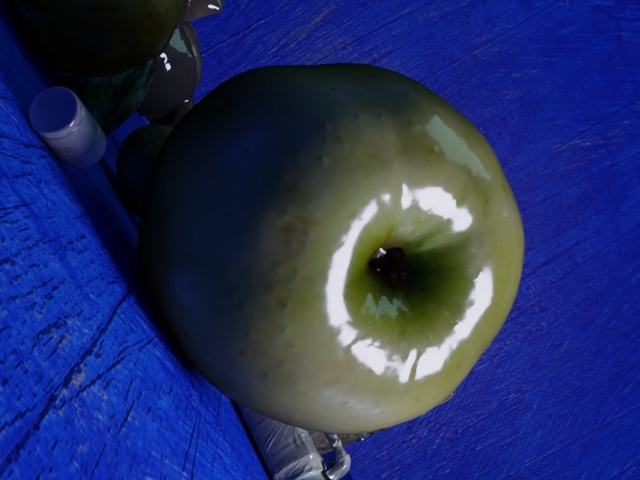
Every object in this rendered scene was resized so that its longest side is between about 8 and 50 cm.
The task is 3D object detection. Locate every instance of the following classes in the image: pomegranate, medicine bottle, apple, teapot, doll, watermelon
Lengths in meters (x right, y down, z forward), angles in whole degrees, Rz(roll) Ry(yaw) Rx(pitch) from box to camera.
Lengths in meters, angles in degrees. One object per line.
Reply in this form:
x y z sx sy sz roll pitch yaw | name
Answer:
-0.309 -0.360 1.640 0.264 0.264 0.264 60 -2 4 | pomegranate
-0.272 -0.121 1.262 0.058 0.058 0.091 59 -2 23 | medicine bottle
0.000 0.000 1.402 0.474 0.473 0.473 60 -2 4 | apple
-0.036 0.265 1.585 0.200 0.107 0.077 59 -5 37 | teapot
-0.358 -0.345 2.069 0.252 0.378 0.382 18 -63 29 | doll
-0.340 -0.284 1.799 0.202 0.207 0.136 44 -24 -17 | watermelon

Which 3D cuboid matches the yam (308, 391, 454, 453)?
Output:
0.022 0.190 1.785 0.241 0.348 0.241 -19 90 -87 | yam

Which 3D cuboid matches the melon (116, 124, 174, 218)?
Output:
-0.229 -0.091 1.730 0.192 0.139 0.139 56 -4 32 | melon
